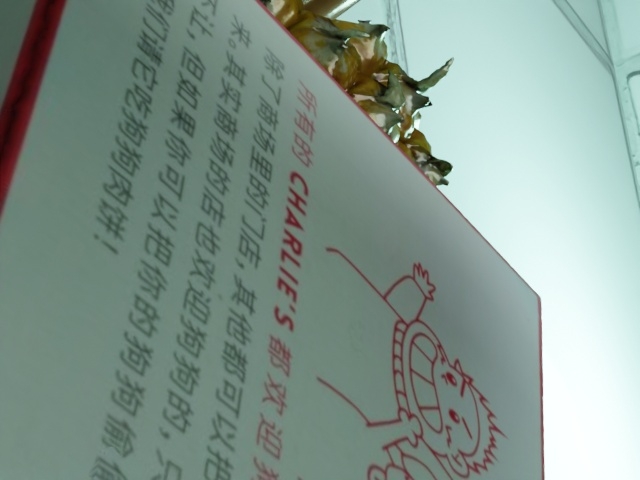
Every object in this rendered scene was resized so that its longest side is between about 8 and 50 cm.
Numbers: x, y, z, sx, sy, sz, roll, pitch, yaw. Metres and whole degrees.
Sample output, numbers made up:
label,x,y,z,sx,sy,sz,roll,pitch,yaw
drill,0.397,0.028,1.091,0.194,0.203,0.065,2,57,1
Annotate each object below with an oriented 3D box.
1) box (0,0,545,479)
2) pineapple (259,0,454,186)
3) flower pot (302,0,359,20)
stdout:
label,x,y,z,sx,sy,sz,roll,pitch,yaw
box,-0.114,0.100,0.552,0.312,0.300,0.314,43,37,-34
pineapple,0.000,0.003,1.011,0.344,0.209,0.286,49,33,-45
flower pot,-0.047,-0.231,1.119,0.190,0.173,0.191,42,38,-45
